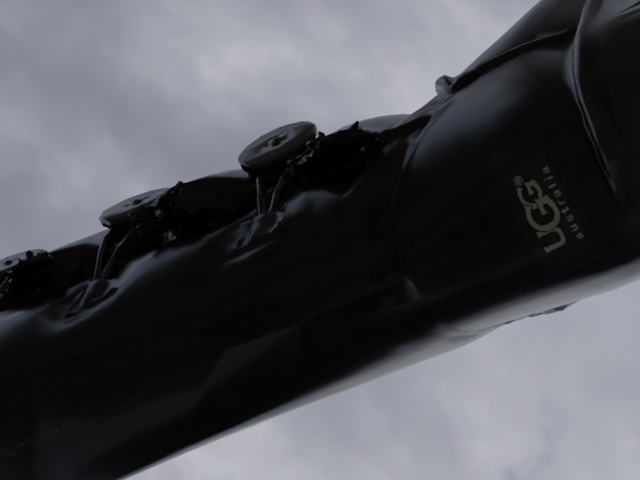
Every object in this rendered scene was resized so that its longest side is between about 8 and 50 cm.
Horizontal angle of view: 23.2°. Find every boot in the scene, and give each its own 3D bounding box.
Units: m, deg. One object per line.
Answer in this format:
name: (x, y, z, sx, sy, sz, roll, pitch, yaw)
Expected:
boot: (-0.001, 0.000, 0.806, 0.445, 0.367, 0.146, -26, -87, 22)
